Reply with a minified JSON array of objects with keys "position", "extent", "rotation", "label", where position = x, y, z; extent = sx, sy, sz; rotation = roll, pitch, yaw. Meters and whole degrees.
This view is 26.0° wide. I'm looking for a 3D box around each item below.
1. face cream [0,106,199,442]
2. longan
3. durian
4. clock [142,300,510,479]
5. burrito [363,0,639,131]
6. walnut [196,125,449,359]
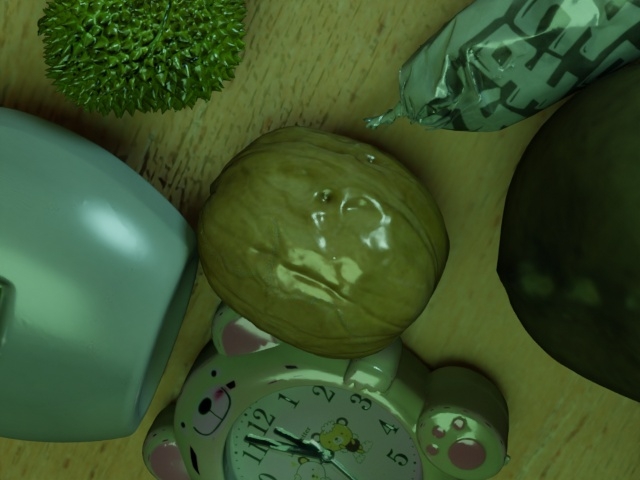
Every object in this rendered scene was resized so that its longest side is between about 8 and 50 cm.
[{"position":[-0.306,0.027,1.269],"extent":[0.357,0.219,0.312],"rotation":[20,117,3],"label":"face cream"},{"position":[0.303,-0.006,1.123],"extent":[0.319,0.319,0.319],"rotation":[3,114,7],"label":"longan"},{"position":[-0.157,-0.173,1.190],"extent":[0.198,0.159,0.146],"rotation":[-14,106,14],"label":"durian"},{"position":[0.000,0.201,1.361],"extent":[0.309,0.114,0.284],"rotation":[29,116,-4],"label":"clock"},{"position":[0.229,-0.196,1.141],"extent":[0.445,0.101,0.139],"rotation":[-32,127,23],"label":"burrito"},{"position":[0.000,0.000,1.226],"extent":[0.222,0.195,0.195],"rotation":[25,115,3],"label":"walnut"}]
